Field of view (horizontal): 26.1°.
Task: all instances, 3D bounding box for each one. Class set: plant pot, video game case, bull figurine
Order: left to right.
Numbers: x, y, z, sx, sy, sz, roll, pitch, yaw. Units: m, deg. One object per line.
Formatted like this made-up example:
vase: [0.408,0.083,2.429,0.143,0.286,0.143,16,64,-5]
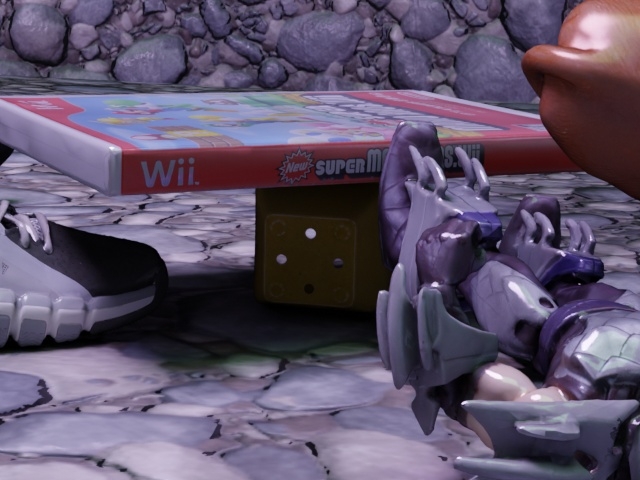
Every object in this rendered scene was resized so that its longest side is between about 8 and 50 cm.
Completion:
video game case: [-0.015,-0.059,0.750,0.285,0.025,0.204,-5,14,-28]
plant pot: [0.000,0.000,0.749,0.081,0.081,0.083,4,16,9]
bull figurine: [0.238,-0.028,0.597,0.310,0.101,0.188,25,8,10]

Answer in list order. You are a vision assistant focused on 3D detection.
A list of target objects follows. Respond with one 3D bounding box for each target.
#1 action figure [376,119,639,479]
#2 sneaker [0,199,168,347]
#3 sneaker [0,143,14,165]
action figure: [0.101,0.033,0.546,0.185,0.099,0.285,13,12,-17]
sneaker: [-0.177,-0.020,0.654,0.229,0.132,0.086,-4,12,-30]
sneaker: [-0.288,-0.046,0.948,0.217,0.079,0.121,-16,23,-36]
